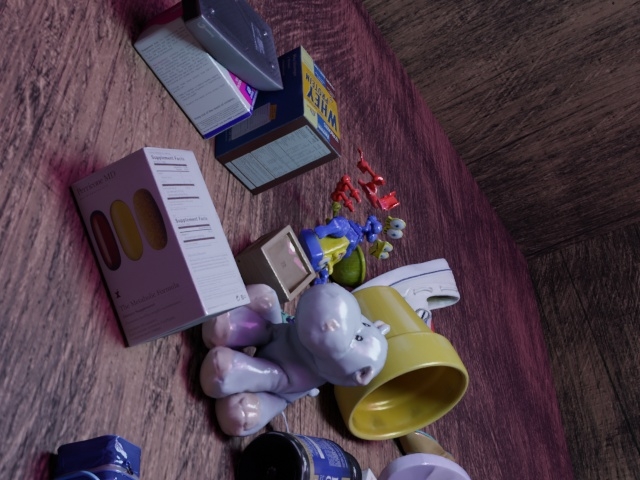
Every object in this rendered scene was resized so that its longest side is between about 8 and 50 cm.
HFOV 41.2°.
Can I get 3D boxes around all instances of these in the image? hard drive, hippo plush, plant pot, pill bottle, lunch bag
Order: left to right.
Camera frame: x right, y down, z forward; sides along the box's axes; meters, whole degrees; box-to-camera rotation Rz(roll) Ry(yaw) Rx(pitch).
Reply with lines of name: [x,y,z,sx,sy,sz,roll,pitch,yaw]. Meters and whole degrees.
lunch bag: [-0.249,0.265,0.960,0.067,0.099,0.065,49,31,-48]
hard drive: [-0.162,-0.382,1.531,0.255,0.054,0.171,34,38,-54]
hippo plush: [-0.025,0.192,1.303,0.294,0.237,0.234,60,36,-22]
pill bottle: [-0.023,0.369,1.340,0.219,0.123,0.122,29,44,-56]
plant pot: [0.130,0.228,1.691,0.254,0.254,0.239,40,20,-49]

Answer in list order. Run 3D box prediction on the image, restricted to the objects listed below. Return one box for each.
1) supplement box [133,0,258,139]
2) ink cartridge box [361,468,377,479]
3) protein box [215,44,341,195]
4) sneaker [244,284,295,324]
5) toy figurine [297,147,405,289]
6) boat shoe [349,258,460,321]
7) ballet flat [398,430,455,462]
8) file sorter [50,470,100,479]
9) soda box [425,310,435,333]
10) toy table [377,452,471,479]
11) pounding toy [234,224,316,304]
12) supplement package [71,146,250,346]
supplement box: [-0.221,-0.315,1.554,0.220,0.114,0.111,52,27,-29]
ink cartridge box: [0.065,0.475,1.482,0.143,0.090,0.092,59,23,-17]
protein box: [-0.084,-0.234,1.666,0.136,0.201,0.199,45,31,-44]
sneaker: [-0.072,0.138,1.479,0.223,0.098,0.083,52,27,-33]
toy figurine: [0.000,0.000,1.746,0.191,0.217,0.362,59,-25,17]
boat shoe: [0.198,0.151,1.932,0.367,0.136,0.156,-10,67,-49]
ballet flat: [0.242,0.487,1.898,0.232,0.080,0.073,41,49,-45]
file sorter: [-0.274,0.327,0.838,0.118,0.105,0.170,62,22,-14]
soda box: [0.218,0.218,2.063,0.091,0.098,0.286,41,34,-48]
toy table: [0.229,0.540,1.626,0.274,0.252,0.160,35,20,-33]
pounding toy: [-0.082,0.056,1.565,0.130,0.100,0.141,63,33,-10]
supplement package: [-0.225,0.006,1.206,0.244,0.139,0.134,68,21,5]
